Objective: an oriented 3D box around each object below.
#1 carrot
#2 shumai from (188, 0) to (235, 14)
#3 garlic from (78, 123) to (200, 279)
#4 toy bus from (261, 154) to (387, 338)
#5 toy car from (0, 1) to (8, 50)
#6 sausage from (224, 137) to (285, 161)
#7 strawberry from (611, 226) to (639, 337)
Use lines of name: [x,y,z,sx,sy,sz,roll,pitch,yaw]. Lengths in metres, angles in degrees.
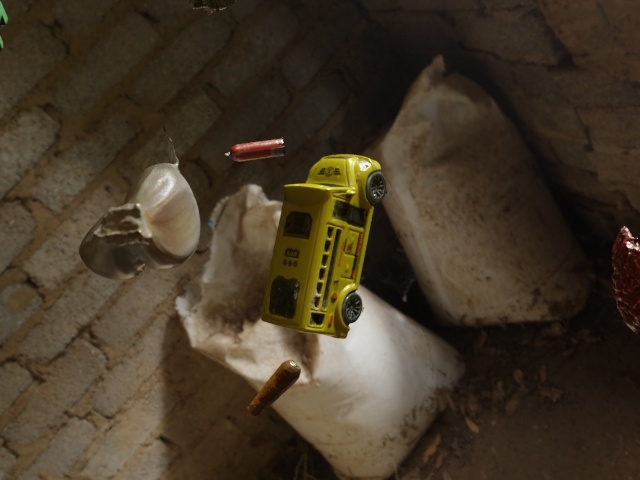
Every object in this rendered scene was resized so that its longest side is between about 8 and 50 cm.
carrot: [-0.062,0.201,0.873,0.093,0.032,0.032,-49,31,5]
shumai: [-0.286,-0.626,1.390,0.304,0.263,0.309,-4,63,-4]
garlic: [-0.407,-0.052,1.434,0.232,0.245,0.339,-13,41,15]
toy bus: [0.000,0.000,1.141,0.144,0.152,0.329,8,86,42]
toy car: [-0.735,-0.403,1.197,0.359,0.176,0.213,-13,41,-10]
sausage: [-0.157,-0.213,1.524,0.146,0.048,0.050,-10,19,-13]
strawberry: [0.553,0.090,1.124,0.087,0.167,0.208,-30,69,12]
